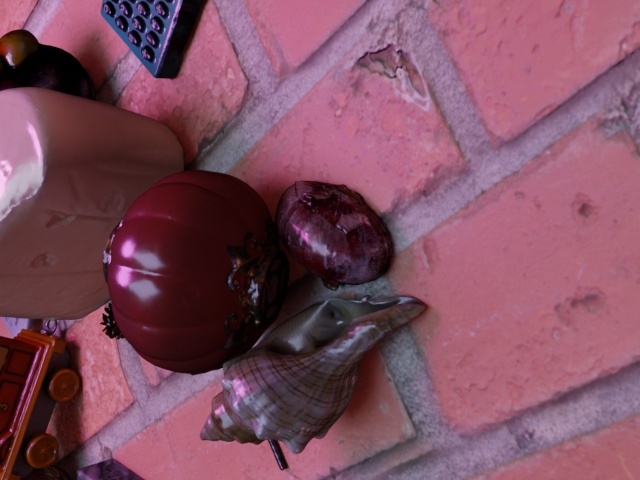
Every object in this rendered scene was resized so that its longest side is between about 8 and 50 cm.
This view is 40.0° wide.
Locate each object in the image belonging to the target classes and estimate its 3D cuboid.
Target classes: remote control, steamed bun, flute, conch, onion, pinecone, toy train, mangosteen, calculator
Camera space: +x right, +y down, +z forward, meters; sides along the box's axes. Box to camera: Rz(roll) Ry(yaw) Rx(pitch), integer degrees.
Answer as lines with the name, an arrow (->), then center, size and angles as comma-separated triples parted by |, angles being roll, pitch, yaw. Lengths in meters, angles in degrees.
remote control -> -0.736, 0.116, 2.062 | 0.293, 0.051, 0.103 | 41, 123, 39
steamed bun -> -0.475, -0.069, 1.535 | 0.456, 0.371, 0.290 | -45, 60, 26
flute -> -0.114, 0.255, 1.464 | 0.014, 0.014, 0.269 | -41, 67, 41
conch -> -0.016, 0.192, 1.265 | 0.386, 0.169, 0.203 | -25, 44, 6
onion -> 0.000, 0.000, 1.249 | 0.206, 0.098, 0.151 | 29, 114, 40
pinecone -> -0.352, 0.141, 1.635 | 0.109, 0.102, 0.102 | -20, 79, 10
toy train -> -0.656, 0.330, 1.858 | 0.163, 0.232, 0.369 | 6, 75, 46
mangosteen -> -0.576, -0.260, 1.669 | 0.287, 0.288, 0.233 | -38, 61, 42
calculator -> -0.294, -0.444, 1.519 | 0.248, 0.058, 0.274 | 50, 129, 30

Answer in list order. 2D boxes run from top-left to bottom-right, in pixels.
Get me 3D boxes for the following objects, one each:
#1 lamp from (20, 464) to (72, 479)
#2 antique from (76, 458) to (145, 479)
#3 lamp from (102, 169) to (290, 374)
lamp -> -0.629, 0.545, 1.935 | 0.223, 0.215, 0.151 | 20, 149, 10
antique -> -0.399, 0.514, 1.743 | 0.183, 0.088, 0.086 | 16, 107, 43
lamp -> -0.183, 0.045, 1.306 | 0.257, 0.303, 0.303 | 11, 106, 16
